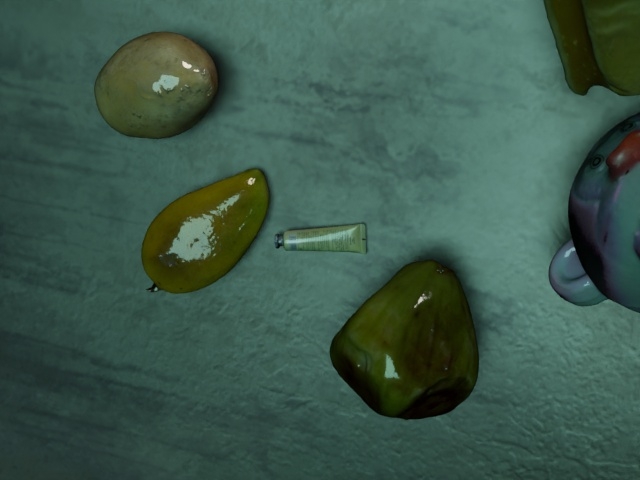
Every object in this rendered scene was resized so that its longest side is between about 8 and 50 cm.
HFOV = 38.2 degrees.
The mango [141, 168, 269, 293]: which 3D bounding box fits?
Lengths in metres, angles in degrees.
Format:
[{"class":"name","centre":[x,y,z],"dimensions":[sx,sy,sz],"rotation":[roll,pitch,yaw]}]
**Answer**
[{"class":"mango","centre":[-0.130,-0.007,1.034],"dimensions":[0.187,0.066,0.101],"rotation":[-38,93,9]}]

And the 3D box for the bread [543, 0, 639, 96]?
[{"class":"bread","centre":[0.350,-0.280,0.780],"dimensions":[0.341,0.210,0.301],"rotation":[-5,105,17]}]

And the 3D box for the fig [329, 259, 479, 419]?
[{"class":"fig","centre":[0.091,0.101,0.964],"dimensions":[0.154,0.144,0.166],"rotation":[13,85,26]}]

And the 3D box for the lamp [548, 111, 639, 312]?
[{"class":"lamp","centre":[0.372,-0.007,0.816],"dimensions":[0.247,0.301,0.247],"rotation":[29,90,-35]}]

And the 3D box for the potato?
[{"class":"potato","centre":[-0.175,-0.167,0.987],"dimensions":[0.147,0.112,0.112],"rotation":[-17,98,23]}]

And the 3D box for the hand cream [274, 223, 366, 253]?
[{"class":"hand cream","centre":[0.000,0.000,1.026],"dimensions":[0.102,0.022,0.035],"rotation":[-2,102,8]}]
